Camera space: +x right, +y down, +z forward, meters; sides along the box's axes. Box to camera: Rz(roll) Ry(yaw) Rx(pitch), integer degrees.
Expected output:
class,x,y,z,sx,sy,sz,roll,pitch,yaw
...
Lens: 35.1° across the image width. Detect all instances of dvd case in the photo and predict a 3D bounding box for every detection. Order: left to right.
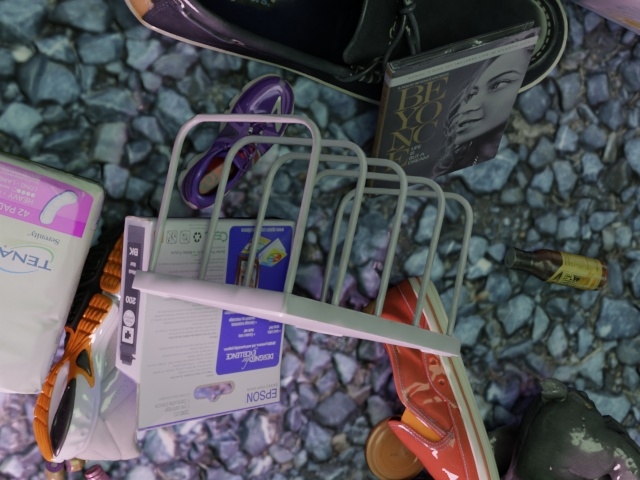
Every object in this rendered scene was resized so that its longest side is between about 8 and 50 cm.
class,x,y,z,sx,sy,sz,roll,pitch,yaw
dvd case,0.135,-0.133,1.076,0.164,0.221,0.018,-18,61,-14

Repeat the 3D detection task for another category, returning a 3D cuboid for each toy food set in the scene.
class,x,y,z,sx,sy,sz,roll,pitch,yaw
toy food set,-0.267,0.272,1.090,0.078,0.019,0.122,19,92,-19

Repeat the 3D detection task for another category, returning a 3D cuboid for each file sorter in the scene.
class,x,y,z,sx,sy,sz,roll,pitch,yaw
file sorter,0.000,0.000,0.988,0.277,0.192,0.173,20,80,-49

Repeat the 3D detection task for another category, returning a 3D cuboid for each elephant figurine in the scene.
class,x,y,z,sx,sy,sz,roll,pitch,yaw
elephant figurine,0.258,0.297,1.202,0.186,0.169,0.239,45,100,10

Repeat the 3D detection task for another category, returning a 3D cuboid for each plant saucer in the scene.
class,x,y,z,sx,sy,sz,roll,pitch,yaw
plant saucer,0.094,0.249,1.206,0.083,0.013,0.084,-2,98,-17

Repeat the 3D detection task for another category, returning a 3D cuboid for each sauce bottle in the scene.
class,x,y,z,sx,sy,sz,roll,pitch,yaw
sauce bottle,0.283,0.032,1.220,0.128,0.042,0.042,10,95,-17

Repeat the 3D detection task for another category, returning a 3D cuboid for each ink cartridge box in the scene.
class,x,y,z,sx,sy,sz,roll,pitch,yaw
ink cartridge box,-0.117,0.079,1.048,0.206,0.045,0.208,0,97,-49

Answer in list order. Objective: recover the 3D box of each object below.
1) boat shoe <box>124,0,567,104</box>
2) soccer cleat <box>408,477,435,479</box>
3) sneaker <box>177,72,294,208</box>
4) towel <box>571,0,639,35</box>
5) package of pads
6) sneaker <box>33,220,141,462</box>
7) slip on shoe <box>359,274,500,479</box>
class,x,y,z,sx,sy,sz,roll,pitch,yaw
boat shoe,0.047,-0.242,1.045,0.500,0.156,0.187,8,94,-20
soccer cleat,0.051,0.355,1.150,0.318,0.116,0.109,-8,106,-16
sneaker,-0.081,-0.099,1.068,0.068,0.071,0.170,36,86,-19
towel,0.384,-0.271,1.061,0.374,0.320,0.090,20,98,-20
package of pads,-0.380,0.010,0.973,0.296,0.101,0.229,17,92,-19
sneaker,-0.204,0.107,1.060,0.121,0.099,0.263,20,89,-40
slip on shoe,0.129,0.206,1.130,0.101,0.123,0.331,-19,81,1
